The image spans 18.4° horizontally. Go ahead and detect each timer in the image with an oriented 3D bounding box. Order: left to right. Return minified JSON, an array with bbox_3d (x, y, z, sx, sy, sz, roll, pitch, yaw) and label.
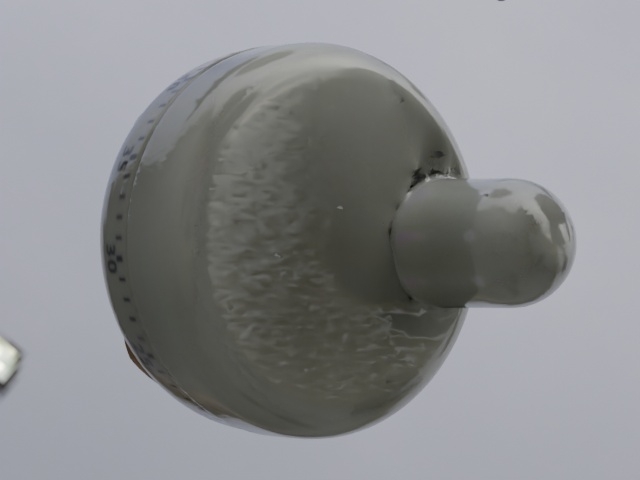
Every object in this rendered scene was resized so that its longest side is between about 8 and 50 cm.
[{"bbox_3d":[0.000,0.000,1.137,0.240,0.233,0.233,0,-50,53],"label":"timer"}]
